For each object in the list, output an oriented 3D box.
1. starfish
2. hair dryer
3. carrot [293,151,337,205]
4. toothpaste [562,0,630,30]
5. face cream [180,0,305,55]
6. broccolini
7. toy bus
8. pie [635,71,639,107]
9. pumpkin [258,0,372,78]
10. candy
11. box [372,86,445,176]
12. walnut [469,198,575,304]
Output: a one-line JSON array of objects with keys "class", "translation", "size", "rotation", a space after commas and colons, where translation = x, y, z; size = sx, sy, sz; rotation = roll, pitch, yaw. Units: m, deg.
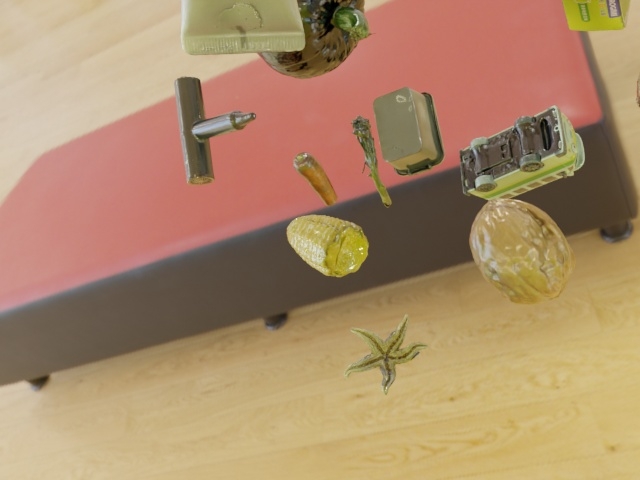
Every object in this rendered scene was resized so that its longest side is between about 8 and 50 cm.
[{"class": "starfish", "translation": [0.141, 0.259, 1.721], "size": [0.208, 0.053, 0.176], "rotation": [-41, 71, -18]}, {"class": "hair dryer", "translation": [-0.159, -0.194, 1.110], "size": [0.195, 0.050, 0.173], "rotation": [-22, 76, 50]}, {"class": "carrot", "translation": [-0.005, -0.081, 0.952], "size": [0.032, 0.093, 0.032], "rotation": [-18, 47, 20]}, {"class": "toothpaste", "translation": [0.392, -0.452, 0.979], "size": [0.077, 0.110, 0.327], "rotation": [8, 76, 29]}, {"class": "face cream", "translation": [-0.097, -0.350, 0.748], "size": [0.143, 0.314, 0.089], "rotation": [0, 24, 8]}, {"class": "broccolini", "translation": [0.128, -0.198, 1.802], "size": [0.062, 0.271, 0.123], "rotation": [-6, 42, 22]}, {"class": "toy bus", "translation": [0.485, -0.194, 1.733], "size": [0.276, 0.165, 0.133], "rotation": [-23, 60, 43]}, {"class": "pie", "translation": [0.694, -0.264, 1.261], "size": [0.308, 0.085, 0.308], "rotation": [-1, 54, 2]}, {"class": "pumpkin", "translation": [0.001, -0.417, 1.357], "size": [0.248, 0.248, 0.248], "rotation": [-20, 46, 22]}, {"class": "candy", "translation": [0.000, 0.000, 1.365], "size": [0.199, 0.094, 0.106], "rotation": [24, 84, 56]}, {"class": "box", "translation": [0.245, -0.316, 2.077], "size": [0.163, 0.135, 0.243], "rotation": [-15, 77, 28]}, {"class": "walnut", "translation": [0.412, 0.022, 1.499], "size": [0.198, 0.198, 0.245], "rotation": [-33, 85, 9]}]
